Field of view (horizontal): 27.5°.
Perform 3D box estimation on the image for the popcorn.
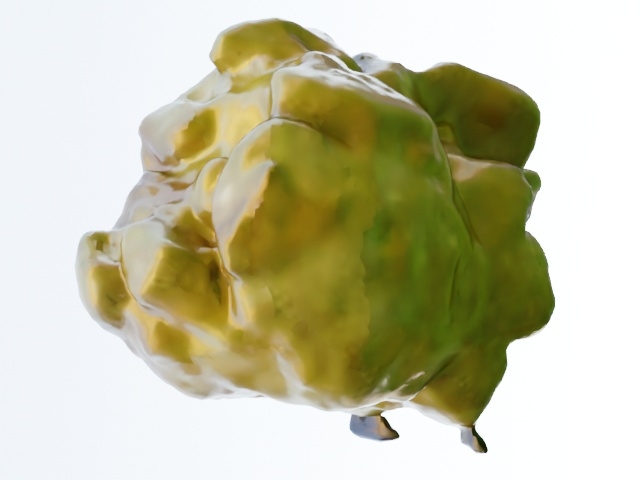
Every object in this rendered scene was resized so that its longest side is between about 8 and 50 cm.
[{"bbox_3d":[0.003,-0.003,0.652,0.253,0.190,0.191,20,-107,-36],"label":"popcorn"}]
